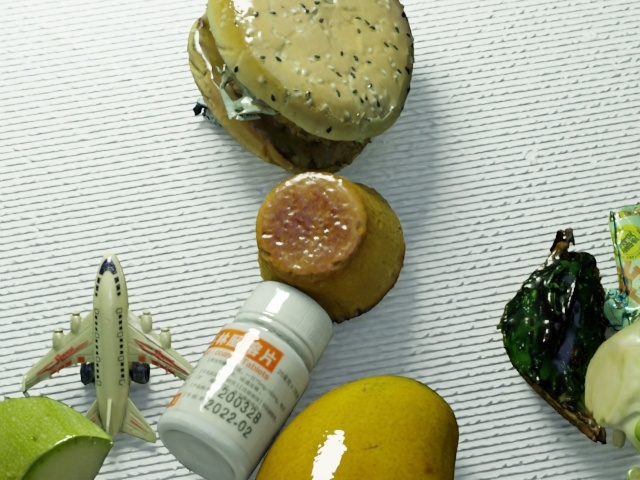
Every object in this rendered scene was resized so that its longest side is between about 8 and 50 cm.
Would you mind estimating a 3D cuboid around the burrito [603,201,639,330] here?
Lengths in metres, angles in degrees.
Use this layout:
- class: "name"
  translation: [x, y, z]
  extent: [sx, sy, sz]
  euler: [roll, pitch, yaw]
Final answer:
- class: "burrito"
  translation: [0.437, 0.076, 1.853]
  extent: [0.104, 0.054, 0.288]
  euler: [-4, 69, -2]

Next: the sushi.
- class: "sushi"
  translation: [0.313, 0.133, 1.783]
  extent: [0.149, 0.140, 0.287]
  euler: [7, 68, -5]

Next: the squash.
- class: "squash"
  translation: [-0.393, 0.292, 1.715]
  extent: [0.184, 0.085, 0.192]
  euler: [29, 89, 13]

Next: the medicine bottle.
- class: "medicine bottle"
  translation: [-0.093, 0.185, 1.737]
  extent: [0.144, 0.144, 0.252]
  euler: [31, 59, 11]

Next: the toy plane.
- class: "toy plane"
  translation: [-0.280, 0.146, 1.784]
  extent: [0.242, 0.104, 0.256]
  euler: [-1, 83, 1]

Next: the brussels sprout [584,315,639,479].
- class: "brussels sprout"
  translation: [0.528, 0.191, 1.666]
  extent: [0.371, 0.276, 0.315]
  euler: [18, 107, -19]

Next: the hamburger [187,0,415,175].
- class: "hamburger"
  translation: [-0.018, -0.239, 1.868]
  extent: [0.318, 0.195, 0.277]
  euler: [1, 64, -31]

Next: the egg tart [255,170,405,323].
- class: "egg tart"
  translation: [0.000, 0.000, 1.817]
  extent: [0.215, 0.171, 0.215]
  euler: [-4, 74, 14]

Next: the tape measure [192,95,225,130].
- class: "tape measure"
  translation: [-0.127, -0.202, 1.955]
  extent: [0.094, 0.054, 0.091]
  euler: [26, 70, 18]

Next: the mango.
- class: "mango"
  translation: [0.047, 0.332, 1.666]
  extent: [0.264, 0.221, 0.378]
  euler: [21, 59, 11]
